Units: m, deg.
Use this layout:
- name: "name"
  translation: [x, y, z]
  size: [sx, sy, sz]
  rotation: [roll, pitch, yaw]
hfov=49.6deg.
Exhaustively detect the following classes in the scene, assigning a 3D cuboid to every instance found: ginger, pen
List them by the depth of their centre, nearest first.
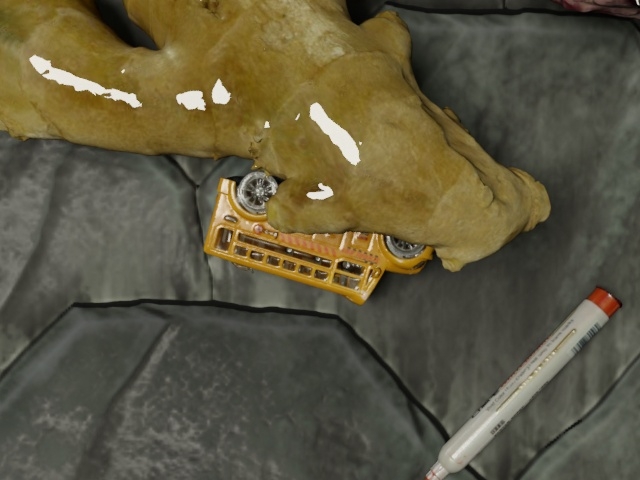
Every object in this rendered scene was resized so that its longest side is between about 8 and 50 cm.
- name: "ginger"
  translation: [-0.058, -0.110, 0.438]
  size: [0.363, 0.122, 0.348]
  rotation: [-23, 75, -7]
- name: "pen"
  translation: [0.156, 0.121, 0.553]
  size: [0.026, 0.026, 0.218]
  rotation: [44, 90, -6]

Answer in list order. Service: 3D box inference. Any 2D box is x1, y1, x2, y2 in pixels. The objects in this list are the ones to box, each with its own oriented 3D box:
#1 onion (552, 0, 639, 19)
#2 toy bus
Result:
- name: "onion"
  translation: [0.192, -0.301, 0.485]
  size: [0.280, 0.146, 0.314]
  rotation: [-35, 96, -26]
- name: "toy bus"
  translation: [0.000, 0.000, 0.511]
  size: [0.162, 0.069, 0.074]
  rotation: [17, 93, -4]
